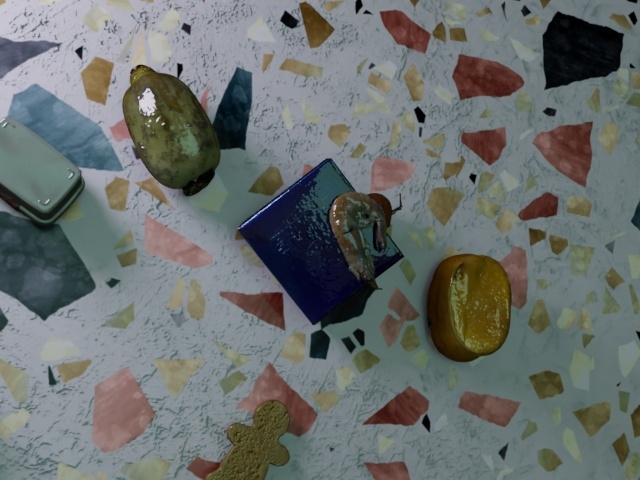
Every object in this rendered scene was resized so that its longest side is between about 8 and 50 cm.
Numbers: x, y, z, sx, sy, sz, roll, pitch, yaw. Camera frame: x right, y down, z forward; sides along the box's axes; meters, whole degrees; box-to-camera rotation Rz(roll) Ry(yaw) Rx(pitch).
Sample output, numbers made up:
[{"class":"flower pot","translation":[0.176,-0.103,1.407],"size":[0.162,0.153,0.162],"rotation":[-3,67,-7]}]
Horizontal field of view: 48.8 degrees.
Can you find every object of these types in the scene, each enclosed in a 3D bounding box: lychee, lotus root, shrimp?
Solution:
[{"class":"lychee","translation":[0.136,-0.067,1.704],"size":[0.140,0.101,0.115],"rotation":[-2,82,-3]},{"class":"lotus root","translation":[-0.335,-0.249,1.536],"size":[0.173,0.173,0.309],"rotation":[-28,85,-22]},{"class":"shrimp","translation":[0.099,-0.001,1.528],"size":[0.126,0.047,0.224],"rotation":[-23,94,-17]}]

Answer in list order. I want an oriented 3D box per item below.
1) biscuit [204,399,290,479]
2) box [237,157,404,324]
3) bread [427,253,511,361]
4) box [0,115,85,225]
[{"class":"biscuit","translation":[-0.148,0.465,1.560],"size":[0.158,0.035,0.240],"rotation":[35,72,-15]},{"class":"box","translation":[0.000,0.000,1.598],"size":[0.261,0.116,0.279],"rotation":[-38,96,2]},{"class":"bread","translation":[0.366,0.163,1.742],"size":[0.195,0.142,0.270],"rotation":[6,78,-18]},{"class":"box","translation":[-0.591,-0.140,1.426],"size":[0.210,0.129,0.148],"rotation":[39,70,-11]}]
